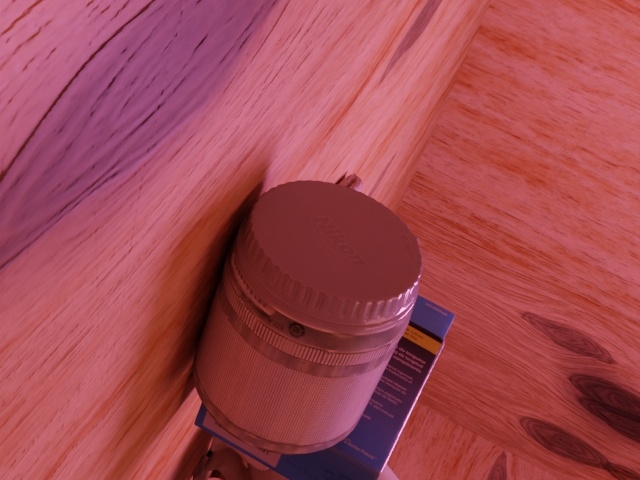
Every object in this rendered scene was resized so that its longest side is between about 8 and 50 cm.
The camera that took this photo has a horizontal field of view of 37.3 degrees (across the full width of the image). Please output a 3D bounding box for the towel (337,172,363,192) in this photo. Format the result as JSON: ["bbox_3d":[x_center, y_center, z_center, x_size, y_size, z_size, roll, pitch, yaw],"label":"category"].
[{"bbox_3d":[0.000,0.000,1.612,0.187,0.049,0.282,-65,173,24],"label":"towel"}]

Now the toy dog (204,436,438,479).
[{"bbox_3d":[-0.006,0.358,1.626,0.285,0.395,0.408,84,-8,-58],"label":"toy dog"}]

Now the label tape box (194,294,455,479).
[{"bbox_3d":[0.018,0.179,1.340,0.348,0.249,0.115,-53,168,-51],"label":"label tape box"}]

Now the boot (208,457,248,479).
[{"bbox_3d":[-0.221,0.570,1.913,0.211,0.104,0.295,-65,177,15],"label":"boot"}]

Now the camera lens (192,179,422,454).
[{"bbox_3d":[-0.021,0.096,1.105,0.219,0.219,0.274,-54,169,-51],"label":"camera lens"}]

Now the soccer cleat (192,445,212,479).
[{"bbox_3d":[-0.209,0.408,1.711,0.083,0.029,0.036,-61,165,-44],"label":"soccer cleat"}]
